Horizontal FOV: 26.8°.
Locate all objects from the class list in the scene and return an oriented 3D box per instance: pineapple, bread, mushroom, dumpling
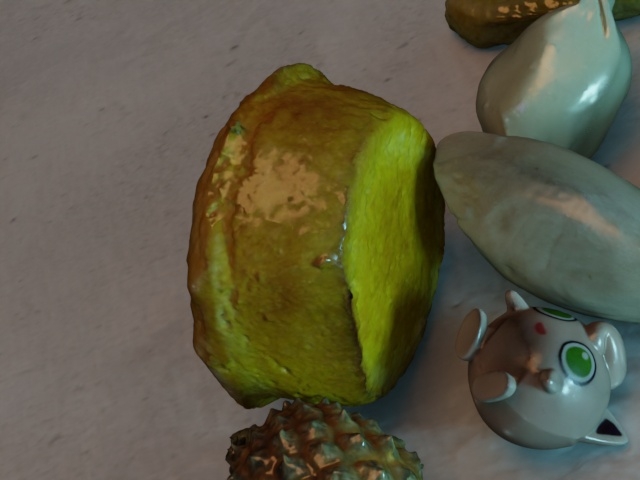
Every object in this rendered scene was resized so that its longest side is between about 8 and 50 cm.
[{"bbox_3d":[-0.007,0.208,1.108,0.193,0.166,0.166,29,72,36],"label":"pineapple"},{"bbox_3d":[0.001,0.003,1.191,0.172,0.312,0.312,9,59,21],"label":"bread"},{"bbox_3d":[0.236,-0.001,1.129,0.350,0.128,0.128,25,70,28],"label":"mushroom"},{"bbox_3d":[0.222,-0.142,1.286,0.132,0.162,0.250,27,93,5],"label":"dumpling"}]

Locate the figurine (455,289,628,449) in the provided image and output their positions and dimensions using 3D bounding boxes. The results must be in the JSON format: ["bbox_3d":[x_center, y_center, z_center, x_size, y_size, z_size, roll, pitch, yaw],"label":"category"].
[{"bbox_3d":[0.183,0.110,1.104,0.125,0.138,0.125,-42,40,50],"label":"figurine"}]

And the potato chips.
[{"bbox_3d":[0.315,-0.265,1.382,0.407,0.057,0.080,-13,52,23],"label":"potato chips"}]
